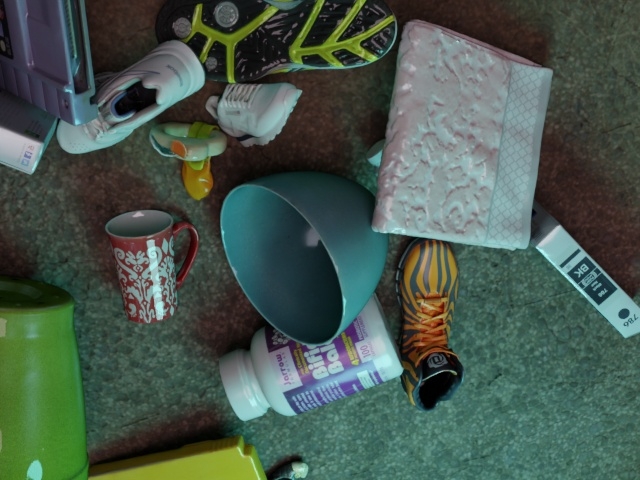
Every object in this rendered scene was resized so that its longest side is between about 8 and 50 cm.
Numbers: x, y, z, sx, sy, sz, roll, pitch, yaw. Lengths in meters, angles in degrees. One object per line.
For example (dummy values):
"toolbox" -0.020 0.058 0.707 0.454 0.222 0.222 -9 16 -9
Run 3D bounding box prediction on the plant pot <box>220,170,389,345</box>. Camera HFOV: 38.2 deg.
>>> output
"plant pot" 0.000 0.000 1.536 0.195 0.290 0.290 -32 118 -34

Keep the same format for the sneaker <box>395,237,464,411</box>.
"sneaker" 0.208 0.161 1.655 0.124 0.180 0.321 -3 112 -8

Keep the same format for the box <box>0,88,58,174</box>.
"box" -0.557 -0.208 1.366 0.322 0.232 0.058 23 105 -16

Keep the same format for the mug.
"mug" -0.280 0.045 1.576 0.150 0.113 0.169 -5 115 -5

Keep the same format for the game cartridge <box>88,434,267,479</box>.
"game cartridge" -0.246 0.519 1.766 0.323 0.053 0.285 -14 113 8

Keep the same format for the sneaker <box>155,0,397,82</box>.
"sneaker" -0.069 -0.317 1.450 0.384 0.147 0.145 5 100 11

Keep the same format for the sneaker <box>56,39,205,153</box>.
"sneaker" -0.317 -0.209 1.422 0.297 0.129 0.111 -26 107 34

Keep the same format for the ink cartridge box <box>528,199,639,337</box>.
"ink cartridge box" 0.482 0.065 1.668 0.332 0.165 0.065 41 100 -19

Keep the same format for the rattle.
"rattle" -0.223 -0.114 1.470 0.130 0.200 0.143 22 109 -12

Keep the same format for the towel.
"towel" 0.238 -0.158 1.503 0.317 0.053 0.332 8 91 -32

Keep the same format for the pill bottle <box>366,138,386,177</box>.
"pill bottle" 0.133 -0.119 1.597 0.065 0.065 0.116 -43 111 9

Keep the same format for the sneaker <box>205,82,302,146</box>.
"sneaker" -0.109 -0.207 1.443 0.095 0.235 0.090 39 69 -18

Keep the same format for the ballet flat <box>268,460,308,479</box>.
"ballet flat" -0.090 0.495 1.812 0.173 0.049 0.057 -41 113 8

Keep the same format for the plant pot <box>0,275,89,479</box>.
"plant pot" -0.542 0.248 1.509 0.366 0.366 0.353 7 99 -11

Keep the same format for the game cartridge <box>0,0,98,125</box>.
"game cartridge" -0.423 -0.359 1.313 0.068 0.230 0.355 -35 137 -42

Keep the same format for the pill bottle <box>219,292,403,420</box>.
"pill bottle" -0.019 0.211 1.642 0.301 0.169 0.169 -22 113 5
